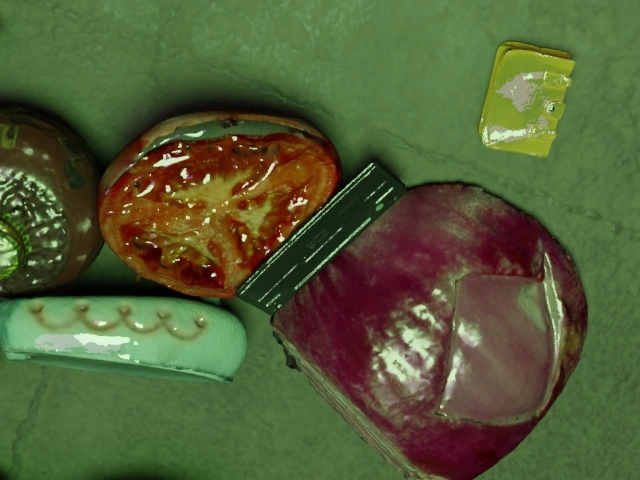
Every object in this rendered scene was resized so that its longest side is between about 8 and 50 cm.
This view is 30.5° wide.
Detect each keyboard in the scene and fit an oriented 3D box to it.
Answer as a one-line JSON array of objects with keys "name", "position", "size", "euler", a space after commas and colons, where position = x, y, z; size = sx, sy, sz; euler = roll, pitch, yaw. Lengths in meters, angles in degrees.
[{"name": "keyboard", "position": [0.000, 0.000, 0.922], "size": [0.155, 0.010, 0.053], "euler": [-43, 141, 10]}]

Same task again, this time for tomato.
[{"name": "tomato", "position": [-0.086, -0.046, 0.904], "size": [0.174, 0.082, 0.166], "euler": [20, 117, -33]}]

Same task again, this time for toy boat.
[{"name": "toy boat", "position": [-0.160, 0.068, 0.942], "size": [0.207, 0.134, 0.079], "euler": [7, 75, -11]}]

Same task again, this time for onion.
[{"name": "onion", "position": [0.101, 0.091, 0.956], "size": [0.247, 0.111, 0.250], "euler": [-39, 104, 16]}]

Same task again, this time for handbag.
[{"name": "handbag", "position": [0.161, -0.110, 0.919], "size": [0.061, 0.027, 0.083], "euler": [9, 114, -3]}]

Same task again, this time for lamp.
[{"name": "lamp", "position": [-0.242, -0.022, 0.898], "size": [0.156, 0.135, 0.157], "euler": [36, 107, -15]}]

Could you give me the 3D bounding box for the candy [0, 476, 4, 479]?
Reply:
[{"name": "candy", "position": [-0.289, 0.264, 0.959], "size": [0.101, 0.271, 0.143], "euler": [17, 112, -42]}]
